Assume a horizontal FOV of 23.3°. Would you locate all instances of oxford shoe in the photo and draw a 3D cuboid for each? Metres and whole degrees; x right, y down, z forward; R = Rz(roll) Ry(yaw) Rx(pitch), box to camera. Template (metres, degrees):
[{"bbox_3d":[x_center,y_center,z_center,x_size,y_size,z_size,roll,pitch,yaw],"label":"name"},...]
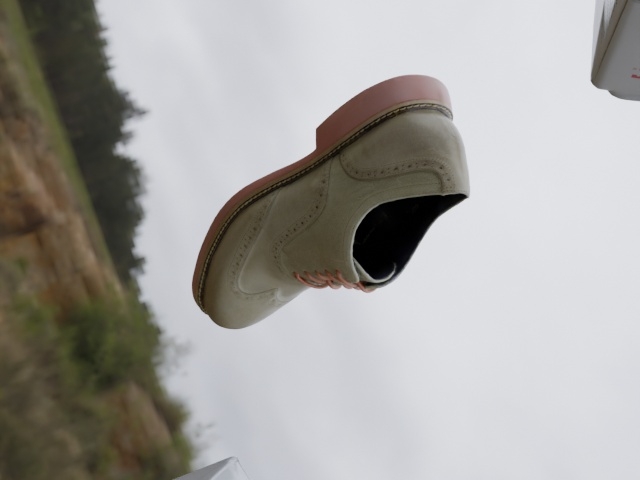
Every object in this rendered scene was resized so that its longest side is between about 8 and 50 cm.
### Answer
[{"bbox_3d":[0.000,0.000,1.581,0.397,0.140,0.146,-45,-127,40],"label":"oxford shoe"}]

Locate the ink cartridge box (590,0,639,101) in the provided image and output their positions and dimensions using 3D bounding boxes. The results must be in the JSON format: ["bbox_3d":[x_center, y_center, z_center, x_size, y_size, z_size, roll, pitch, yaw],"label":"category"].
[{"bbox_3d":[0.312,-0.207,0.978,0.307,0.223,0.129,98,-1,-65],"label":"ink cartridge box"}]

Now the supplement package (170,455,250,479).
[{"bbox_3d":[-0.083,0.236,0.639,0.149,0.194,0.203,-26,-84,31],"label":"supplement package"}]
